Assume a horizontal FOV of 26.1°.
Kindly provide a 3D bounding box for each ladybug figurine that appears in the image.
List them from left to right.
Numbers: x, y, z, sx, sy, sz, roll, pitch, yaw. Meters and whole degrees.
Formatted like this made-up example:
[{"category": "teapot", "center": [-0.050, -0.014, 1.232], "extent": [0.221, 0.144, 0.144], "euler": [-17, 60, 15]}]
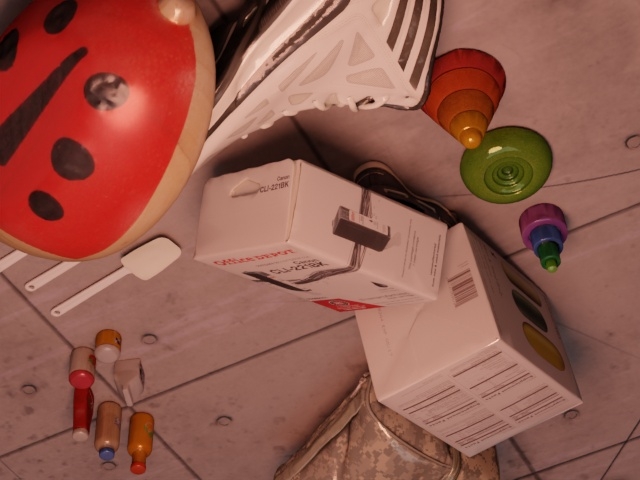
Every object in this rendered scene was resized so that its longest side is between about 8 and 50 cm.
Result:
[{"category": "ladybug figurine", "center": [-0.294, -0.144, 1.621], "extent": [0.162, 0.305, 0.449], "euler": [-15, 156, -49]}]

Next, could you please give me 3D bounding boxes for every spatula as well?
[{"category": "spatula", "center": [-0.337, 0.026, 1.967], "extent": [0.242, 0.019, 0.168], "euler": [-31, 128, 22]}]

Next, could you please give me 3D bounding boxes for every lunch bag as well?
[{"category": "lunch bag", "center": [0.098, 0.355, 2.166], "extent": [0.256, 0.213, 0.305], "euler": [25, 126, -25]}]

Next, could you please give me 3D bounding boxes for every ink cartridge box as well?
[{"category": "ink cartridge box", "center": [0.000, 0.000, 1.808], "extent": [0.272, 0.114, 0.197], "euler": [23, 159, -38]}]

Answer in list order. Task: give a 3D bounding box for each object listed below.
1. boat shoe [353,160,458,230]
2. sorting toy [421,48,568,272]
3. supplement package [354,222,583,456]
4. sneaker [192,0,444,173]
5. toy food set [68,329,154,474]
[{"category": "boat shoe", "center": [0.123, -0.029, 1.915], "extent": [0.075, 0.065, 0.206], "euler": [-37, 126, 23]}, {"category": "sorting toy", "center": [0.245, -0.083, 1.835], "extent": [0.127, 0.126, 0.365], "euler": [-24, 129, 17]}, {"category": "supplement package", "center": [0.206, 0.146, 1.959], "extent": [0.198, 0.199, 0.262], "euler": [-30, 141, 21]}, {"category": "sneaker", "center": [-0.019, -0.175, 1.701], "extent": [0.257, 0.169, 0.447], "euler": [30, 122, -25]}, {"category": "toy food set", "center": [-0.325, 0.254, 2.118], "extent": [0.111, 0.105, 0.232], "euler": [-6, 133, 2]}]
